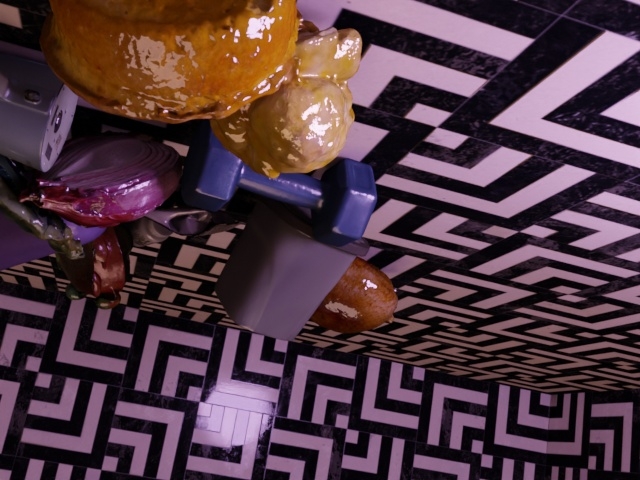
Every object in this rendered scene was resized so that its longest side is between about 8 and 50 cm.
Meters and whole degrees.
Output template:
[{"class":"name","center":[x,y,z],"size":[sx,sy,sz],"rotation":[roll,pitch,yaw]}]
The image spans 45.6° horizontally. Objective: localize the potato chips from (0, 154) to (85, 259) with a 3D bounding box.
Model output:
[{"class":"potato chips","center":[-0.588,-0.113,1.339],"size":[0.429,0.070,0.358],"rotation":[44,160,-6]}]

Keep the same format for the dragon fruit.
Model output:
[{"class":"dragon fruit","center":[-0.542,0.028,1.824],"size":[0.130,0.268,0.295],"rotation":[-21,153,-40]}]

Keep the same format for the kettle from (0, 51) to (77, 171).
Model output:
[{"class":"kettle","center":[-0.501,-0.218,1.113],"size":[0.243,0.160,0.210],"rotation":[18,171,-10]}]

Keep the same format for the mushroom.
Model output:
[{"class":"mushroom","center":[0.067,0.131,1.885],"size":[0.283,0.195,0.263],"rotation":[18,156,-27]}]

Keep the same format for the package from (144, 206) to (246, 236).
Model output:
[{"class":"package","center":[-0.292,-0.048,1.621],"size":[0.250,0.062,0.204],"rotation":[11,-177,7]}]

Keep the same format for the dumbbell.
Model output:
[{"class":"dumbbell","center":[-0.069,-0.096,1.290],"size":[0.324,0.144,0.160],"rotation":[17,164,-20]}]

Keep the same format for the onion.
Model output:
[{"class":"onion","center":[-0.376,-0.087,1.269],"size":[0.227,0.120,0.283],"rotation":[19,-148,31]}]

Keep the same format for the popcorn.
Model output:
[{"class":"popcorn","center":[-0.050,-0.172,0.950],"size":[0.191,0.190,0.253],"rotation":[3,160,-1]}]

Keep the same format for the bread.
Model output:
[{"class":"bread","center":[-0.143,-0.228,0.748],"size":[0.268,0.268,0.146],"rotation":[10,147,0]}]

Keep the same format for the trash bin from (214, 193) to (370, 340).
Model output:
[{"class":"trash bin","center":[-0.071,0.048,1.516],"size":[0.219,0.250,0.219],"rotation":[22,-163,-34]}]

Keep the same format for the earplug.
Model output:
[{"class":"earplug","center":[-0.620,-0.055,1.656],"size":[0.455,0.215,0.215],"rotation":[-8,156,39]}]

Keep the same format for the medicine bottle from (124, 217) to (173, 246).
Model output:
[{"class":"medicine bottle","center":[-0.402,-0.032,1.808],"size":[0.079,0.079,0.140],"rotation":[22,159,-35]}]
